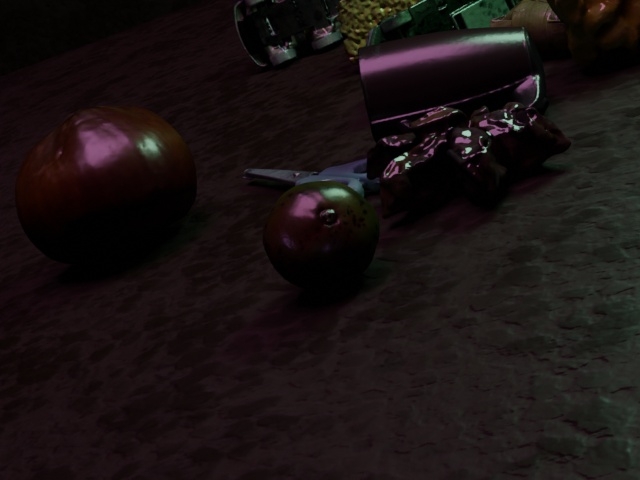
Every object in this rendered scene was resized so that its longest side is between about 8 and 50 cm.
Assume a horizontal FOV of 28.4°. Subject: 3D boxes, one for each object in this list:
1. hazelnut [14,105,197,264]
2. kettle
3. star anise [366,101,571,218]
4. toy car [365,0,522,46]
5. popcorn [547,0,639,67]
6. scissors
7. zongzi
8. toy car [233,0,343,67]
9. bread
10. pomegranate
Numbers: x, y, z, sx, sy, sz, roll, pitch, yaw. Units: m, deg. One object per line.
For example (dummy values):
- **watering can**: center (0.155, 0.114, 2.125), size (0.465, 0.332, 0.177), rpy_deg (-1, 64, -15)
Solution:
- **hazelnut**: center (-0.299, -0.078, 1.737), size (0.251, 0.217, 0.217), rpy_deg (-29, 18, 5)
- **kettle**: center (0.176, -0.198, 1.652), size (0.232, 0.144, 0.202), rpy_deg (-12, 36, 11)
- **star anise**: center (0.154, -0.104, 1.469), size (0.220, 0.099, 0.214), rpy_deg (-25, 18, -8)
- **toy car**: center (0.189, -0.316, 1.960), size (0.306, 0.136, 0.125), rpy_deg (-32, 13, -22)
- **popcorn**: center (0.403, -0.339, 1.710), size (0.200, 0.226, 0.203), rpy_deg (-35, 46, 21)
- **scissors**: center (-0.016, -0.079, 1.703), size (0.191, 0.029, 0.360), rpy_deg (-27, 17, -26)
- **zongzi**: center (0.363, -0.341, 1.897), size (0.160, 0.078, 0.176), rpy_deg (11, 43, 44)
- **toy car**: center (-0.050, -0.454, 2.577), size (0.235, 0.172, 0.158), rpy_deg (-22, 2, 8)
- **bread**: center (0.149, -0.407, 2.228), size (0.229, 0.143, 0.139), rpy_deg (-13, 22, 19)
- **pomegranate**: center (0.002, 0.000, 1.349), size (0.130, 0.130, 0.130), rpy_deg (-20, 19, 7)
